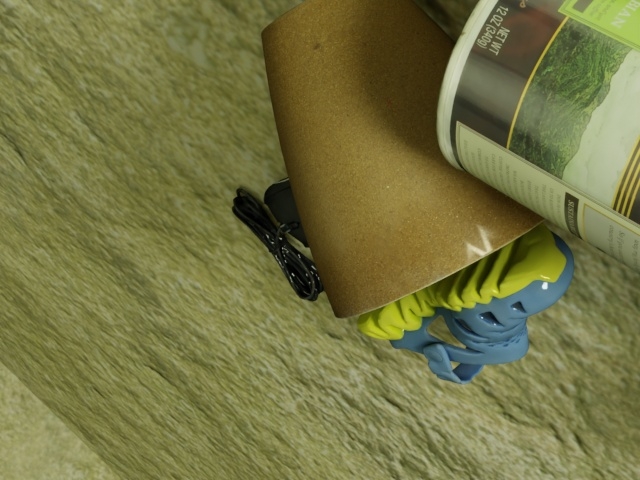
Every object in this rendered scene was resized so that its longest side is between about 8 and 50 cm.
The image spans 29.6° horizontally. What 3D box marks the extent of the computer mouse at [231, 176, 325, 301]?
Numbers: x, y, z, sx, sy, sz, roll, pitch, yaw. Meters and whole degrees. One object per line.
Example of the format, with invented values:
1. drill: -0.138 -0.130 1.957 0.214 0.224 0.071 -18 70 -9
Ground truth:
1. computer mouse: 0.000 0.000 1.367 0.184 0.060 0.262 51 147 -12

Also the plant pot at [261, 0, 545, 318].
1. plant pot: 0.060 -0.099 1.066 0.237 0.237 0.254 -22 96 55

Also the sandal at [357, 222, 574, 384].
1. sandal: 0.166 0.068 1.227 0.138 0.126 0.317 43 156 -8

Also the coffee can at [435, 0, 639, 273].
1. coffee can: 0.248 -0.074 0.841 0.275 0.201 0.201 34 148 29
